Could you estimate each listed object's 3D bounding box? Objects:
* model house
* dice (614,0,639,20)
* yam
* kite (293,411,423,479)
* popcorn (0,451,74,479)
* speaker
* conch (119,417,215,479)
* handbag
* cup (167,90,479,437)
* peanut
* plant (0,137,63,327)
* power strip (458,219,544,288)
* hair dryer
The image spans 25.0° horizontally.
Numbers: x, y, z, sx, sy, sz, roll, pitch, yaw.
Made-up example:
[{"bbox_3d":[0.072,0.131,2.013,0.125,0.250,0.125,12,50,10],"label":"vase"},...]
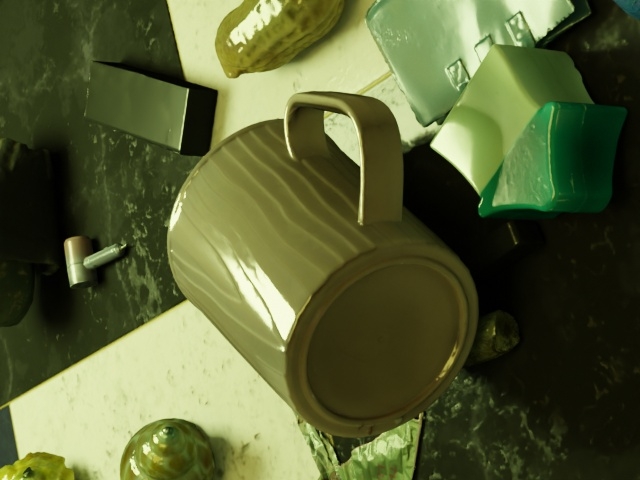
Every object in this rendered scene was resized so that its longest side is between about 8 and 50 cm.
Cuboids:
[{"bbox_3d":[0.191,-0.079,1.252,0.149,0.100,0.127,57,130,35],"label":"model house"},{"bbox_3d":[0.282,-0.259,1.114,0.146,0.143,0.146,-52,55,40],"label":"dice"},{"bbox_3d":[0.143,0.095,1.354,0.094,0.043,0.043,-22,74,47],"label":"yam"},{"bbox_3d":[0.020,0.286,1.519,0.323,0.013,0.268,-39,62,41],"label":"kite"},{"bbox_3d":[-0.383,0.351,1.877,0.173,0.173,0.142,-12,88,48],"label":"popcorn"},{"bbox_3d":[-0.209,-0.162,1.752,0.218,0.044,0.082,20,105,48],"label":"speaker"},{"bbox_3d":[-0.184,0.263,1.690,0.173,0.106,0.116,15,83,62],"label":"conch"},{"bbox_3d":[0.144,-0.212,1.342,0.221,0.057,0.144,-34,70,44],"label":"handbag"},{"bbox_3d":[0.013,0.007,1.359,0.288,0.208,0.273,-58,38,9],"label":"cup"},{"bbox_3d":[-0.050,-0.236,1.537,0.194,0.083,0.093,-26,85,45],"label":"peanut"},{"bbox_3d":[-0.434,-0.009,1.930,0.142,0.164,0.256,-2,74,45],"label":"plant"},{"bbox_3d":[0.156,0.016,1.340,0.111,0.038,0.029,-38,62,42],"label":"power strip"},{"bbox_3d":[-0.283,0.017,1.851,0.114,0.037,0.063,-22,73,39],"label":"hair dryer"}]
